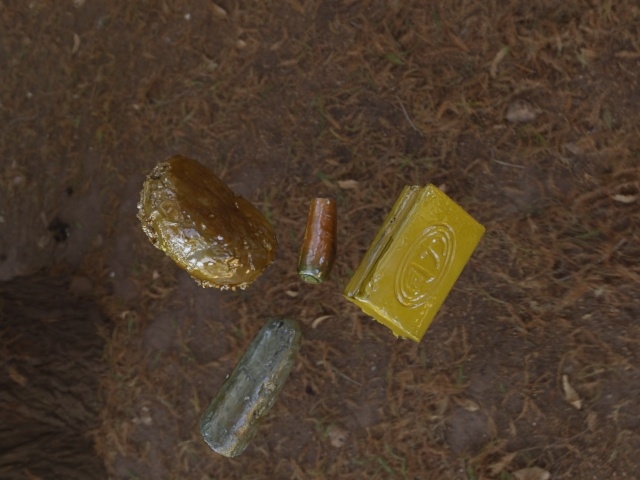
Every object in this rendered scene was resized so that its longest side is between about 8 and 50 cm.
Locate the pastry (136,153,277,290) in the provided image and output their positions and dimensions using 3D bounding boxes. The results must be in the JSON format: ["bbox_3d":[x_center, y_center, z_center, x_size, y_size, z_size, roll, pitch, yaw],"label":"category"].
[{"bbox_3d":[-0.241,-0.026,1.198,0.311,0.255,0.162,40,114,-11],"label":"pastry"}]

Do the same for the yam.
[{"bbox_3d":[-0.149,0.317,1.318,0.133,0.133,0.330,29,88,35],"label":"yam"}]

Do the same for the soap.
[{"bbox_3d":[0.214,0.049,1.316,0.324,0.204,0.096,-58,16,-12],"label":"soap"}]

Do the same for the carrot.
[{"bbox_3d":[0.000,0.000,1.279,0.087,0.087,0.193,-5,61,35],"label":"carrot"}]
